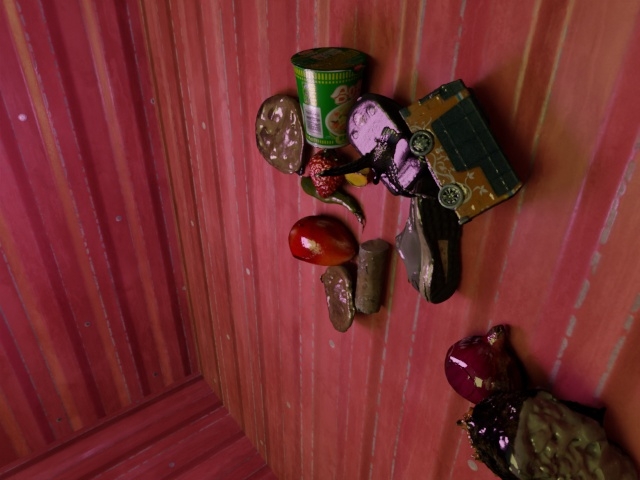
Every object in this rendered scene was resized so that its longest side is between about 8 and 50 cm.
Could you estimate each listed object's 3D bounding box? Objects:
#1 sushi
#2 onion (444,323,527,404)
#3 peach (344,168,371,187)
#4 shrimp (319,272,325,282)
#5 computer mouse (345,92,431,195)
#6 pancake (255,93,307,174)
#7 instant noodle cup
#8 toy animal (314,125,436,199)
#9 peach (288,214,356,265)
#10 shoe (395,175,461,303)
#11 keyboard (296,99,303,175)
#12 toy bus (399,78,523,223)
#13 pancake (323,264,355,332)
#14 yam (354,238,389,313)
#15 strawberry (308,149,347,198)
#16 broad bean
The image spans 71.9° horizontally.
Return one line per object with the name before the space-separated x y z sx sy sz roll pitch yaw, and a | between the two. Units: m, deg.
sushi | 0.501 0.449 0.955 0.348 0.234 0.207 38 156 -3
onion | 0.409 0.306 1.098 0.195 0.139 0.218 42 135 45
peach | 0.116 -0.199 1.306 0.077 0.050 0.083 46 157 -6
shrimp | 0.046 0.201 1.629 0.166 0.049 0.161 34 131 43
computer mouse | 0.185 -0.253 1.134 0.269 0.100 0.170 55 145 10
pancake | -0.137 -0.372 1.547 0.294 0.049 0.295 26 125 42
instant noodle cup | 0.025 -0.387 1.222 0.207 0.206 0.233 37 141 39
toy animal | 0.155 -0.179 1.037 0.272 0.197 0.160 23 105 10
peach | -0.006 0.001 1.497 0.267 0.153 0.159 24 125 48
shoe | 0.263 -0.011 1.149 0.171 0.132 0.337 28 133 57
keyboard | -0.090 -0.361 1.545 0.106 0.016 0.263 33 132 42
toy bus | 0.297 -0.188 0.939 0.167 0.138 0.276 -31 80 21
pancake | 0.059 0.195 1.510 0.222 0.042 0.237 -151 59 -61
yam | 0.158 0.120 1.385 0.093 0.093 0.260 33 133 42
strawberry | 0.015 -0.212 1.372 0.131 0.131 0.148 51 121 26
broad bean | 0.028 -0.141 1.461 0.318 0.055 0.098 42 138 32
